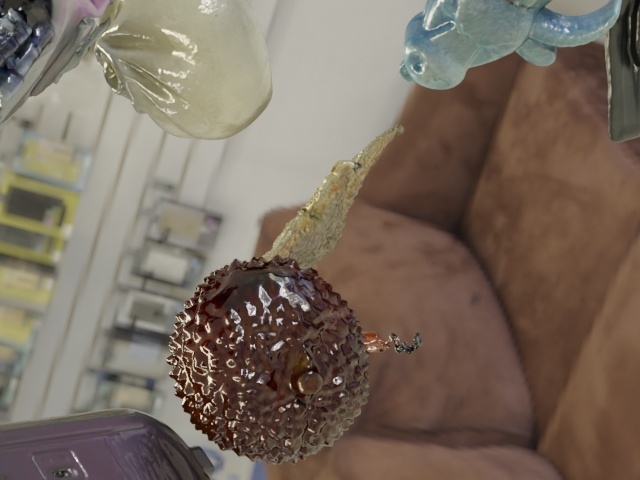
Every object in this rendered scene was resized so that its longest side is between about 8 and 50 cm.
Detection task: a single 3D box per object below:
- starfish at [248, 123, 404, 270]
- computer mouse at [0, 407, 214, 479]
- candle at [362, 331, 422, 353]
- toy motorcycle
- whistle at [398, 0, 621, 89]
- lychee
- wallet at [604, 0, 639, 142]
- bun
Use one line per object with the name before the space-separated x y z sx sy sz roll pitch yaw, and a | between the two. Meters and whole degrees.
starfish | -0.005 -0.002 1.416 0.295 0.048 0.231 -51 -15 -46
computer mouse | -0.153 0.155 0.911 0.057 0.232 0.120 -48 66 24
candle | 0.024 0.088 1.359 0.167 0.021 0.026 3 44 44
toy motorcycle | -0.176 -0.147 0.926 0.204 0.108 0.239 -55 31 -8
whistle | 0.166 -0.226 1.380 0.269 0.180 0.093 -40 21 35
lychee | -0.031 0.068 0.917 0.129 0.123 0.123 -106 35 -71
wallet | 0.349 -0.267 1.475 0.041 0.247 0.323 14 116 46
bun | -0.119 -0.158 1.236 0.173 0.120 0.173 57 163 28
